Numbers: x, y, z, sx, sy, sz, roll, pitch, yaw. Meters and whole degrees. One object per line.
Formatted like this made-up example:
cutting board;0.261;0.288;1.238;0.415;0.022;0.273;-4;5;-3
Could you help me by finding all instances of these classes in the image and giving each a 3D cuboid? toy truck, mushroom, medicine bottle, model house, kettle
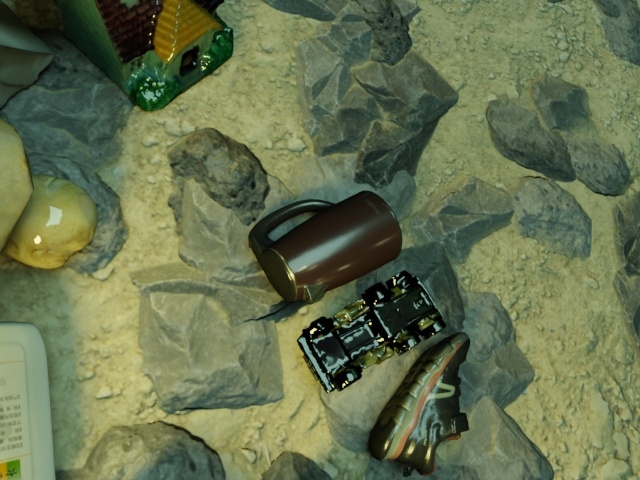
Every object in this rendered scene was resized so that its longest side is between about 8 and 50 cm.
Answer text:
toy truck;0.083;0.163;0.941;0.257;0.127;0.127;-25;75;-28
mushroom;-0.413;-0.030;0.805;0.148;0.112;0.148;7;70;-18
medicine bottle;-0.438;0.273;0.671;0.179;0.124;0.324;3;67;-46
model house;-0.274;-0.422;0.933;0.230;0.249;0.280;43;61;-4
kettle;0.000;0.000;0.963;0.232;0.144;0.202;-26;63;-26

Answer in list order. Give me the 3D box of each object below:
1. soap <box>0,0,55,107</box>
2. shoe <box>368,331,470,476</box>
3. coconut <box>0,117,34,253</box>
soap;-0.602;-0.244;0.845;0.159;0.258;0.302;40;104;-4
shoe;0.210;0.289;0.951;0.137;0.114;0.291;39;63;0
coconut;-0.510;-0.044;0.611;0.353;0.352;0.352;8;68;-20
